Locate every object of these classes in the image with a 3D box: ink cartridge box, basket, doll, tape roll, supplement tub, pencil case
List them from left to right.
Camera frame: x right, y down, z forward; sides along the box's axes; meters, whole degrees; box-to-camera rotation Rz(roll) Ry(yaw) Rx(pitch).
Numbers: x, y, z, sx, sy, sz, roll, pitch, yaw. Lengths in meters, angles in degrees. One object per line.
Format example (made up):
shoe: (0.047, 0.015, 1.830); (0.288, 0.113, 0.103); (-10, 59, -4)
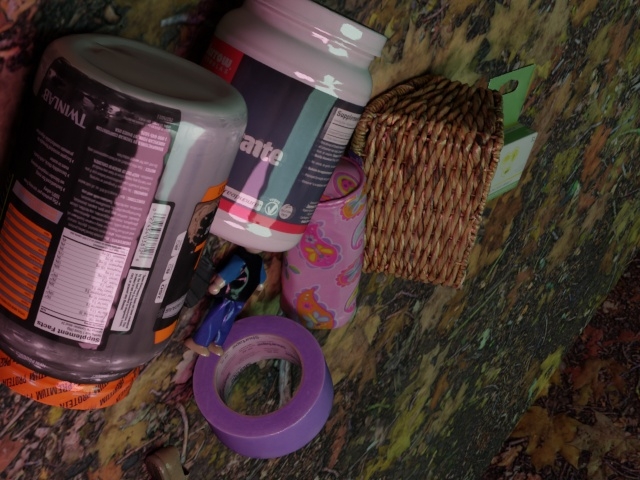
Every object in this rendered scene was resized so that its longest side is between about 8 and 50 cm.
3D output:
supplement tub: (-0.216, -0.016, 1.199); (0.207, 0.207, 0.338); (-12, 129, -57)
doll: (-0.120, 0.068, 1.644); (0.189, 0.046, 0.129); (-63, 155, 9)
tape roll: (-0.079, 0.205, 1.699); (0.189, 0.189, 0.080); (-50, 152, -18)
supplement tub: (-0.058, -0.142, 1.361); (0.191, 0.191, 0.272); (5, 113, -62)
pencil case: (0.000, 0.000, 1.708); (0.124, 0.124, 0.284); (-41, 148, -33)
basket: (0.145, -0.106, 1.875); (0.213, 0.223, 0.299); (-80, 180, -53)
ink cartridge box: (0.329, -0.187, 2.160); (0.171, 0.056, 0.235); (-24, 140, -49)

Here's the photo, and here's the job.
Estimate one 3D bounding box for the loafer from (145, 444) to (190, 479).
loafer: (-0.216, 0.352, 1.768); (0.050, 0.056, 0.148); (-38, 148, -25)

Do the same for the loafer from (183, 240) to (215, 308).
loafer: (-0.177, 0.007, 1.452); (0.078, 0.076, 0.223); (-57, 159, -16)
